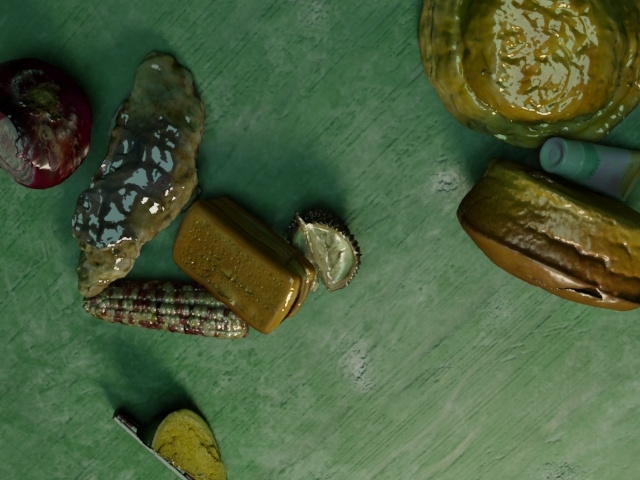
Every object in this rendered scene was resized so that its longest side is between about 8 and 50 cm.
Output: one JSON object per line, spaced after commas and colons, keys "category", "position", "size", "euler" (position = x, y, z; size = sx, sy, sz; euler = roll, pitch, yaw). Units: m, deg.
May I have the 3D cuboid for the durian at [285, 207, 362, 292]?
{"category": "durian", "position": [-0.002, 0.000, 1.667], "size": [0.110, 0.071, 0.140], "euler": [-16, 124, 16]}

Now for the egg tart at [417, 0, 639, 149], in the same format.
{"category": "egg tart", "position": [0.275, -0.251, 1.525], "size": [0.318, 0.128, 0.319], "euler": [1, 108, 3]}

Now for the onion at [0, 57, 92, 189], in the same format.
{"category": "onion", "position": [-0.378, -0.151, 1.623], "size": [0.135, 0.198, 0.173], "euler": [-29, 91, -27]}

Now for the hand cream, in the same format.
{"category": "hand cream", "position": [0.359, -0.097, 1.588], "size": [0.174, 0.047, 0.076], "euler": [10, 117, -38]}

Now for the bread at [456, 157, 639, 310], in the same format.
{"category": "bread", "position": [0.309, -0.005, 1.580], "size": [0.269, 0.195, 0.143], "euler": [21, 101, -7]}

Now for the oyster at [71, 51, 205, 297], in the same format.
{"category": "oyster", "position": [-0.248, -0.072, 1.638], "size": [0.166, 0.110, 0.341], "euler": [34, 96, -14]}

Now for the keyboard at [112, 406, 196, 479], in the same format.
{"category": "keyboard", "position": [-0.238, 0.306, 1.806], "size": [0.166, 0.055, 0.017], "euler": [42, 88, -6]}

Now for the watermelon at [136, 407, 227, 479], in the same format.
{"category": "watermelon", "position": [-0.212, 0.298, 1.782], "size": [0.075, 0.092, 0.181], "euler": [-14, 146, 28]}

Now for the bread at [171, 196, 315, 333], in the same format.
{"category": "bread", "position": [-0.105, 0.029, 1.660], "size": [0.200, 0.077, 0.116], "euler": [37, 129, 18]}

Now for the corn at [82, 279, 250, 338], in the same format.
{"category": "corn", "position": [-0.213, 0.094, 1.720], "size": [0.237, 0.079, 0.080], "euler": [5, 111, 6]}
